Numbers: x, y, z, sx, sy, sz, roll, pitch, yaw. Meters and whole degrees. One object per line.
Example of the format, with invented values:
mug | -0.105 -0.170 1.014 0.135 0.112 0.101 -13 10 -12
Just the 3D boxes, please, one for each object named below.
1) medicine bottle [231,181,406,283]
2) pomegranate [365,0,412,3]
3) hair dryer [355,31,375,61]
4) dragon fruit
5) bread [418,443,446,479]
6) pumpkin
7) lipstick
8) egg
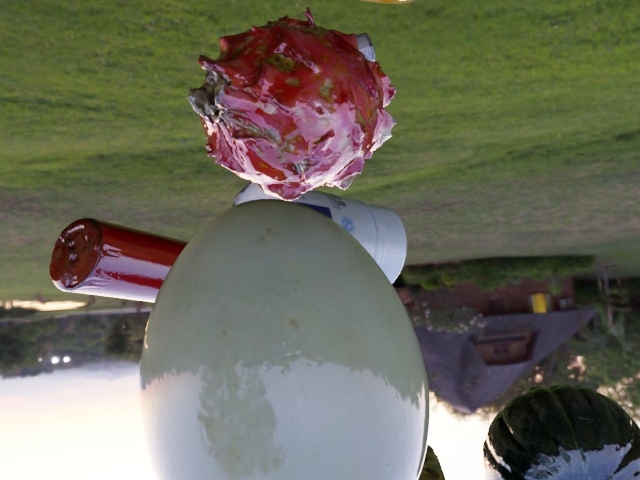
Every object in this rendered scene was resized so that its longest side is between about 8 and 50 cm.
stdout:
medicine bottle | 0.000 0.000 1.279 0.332 0.190 0.190 9 163 -39
pomegranate | 0.050 -0.286 0.448 0.215 0.215 0.215 -5 171 -1
hair dryer | -0.023 -0.256 1.093 0.195 0.054 0.220 -20 172 -11
dragon fruit | -0.041 -0.147 0.728 0.210 0.205 0.268 -49 158 27
bread | 0.081 0.346 0.749 0.162 0.204 0.262 -24 154 11
pumpkin | 0.334 0.305 0.890 0.220 0.220 0.162 -6 -169 5
lipstick | -0.144 0.034 0.676 0.073 0.073 0.279 -11 164 30
egg | -0.024 0.096 0.429 0.188 0.254 0.188 -8 -162 3
